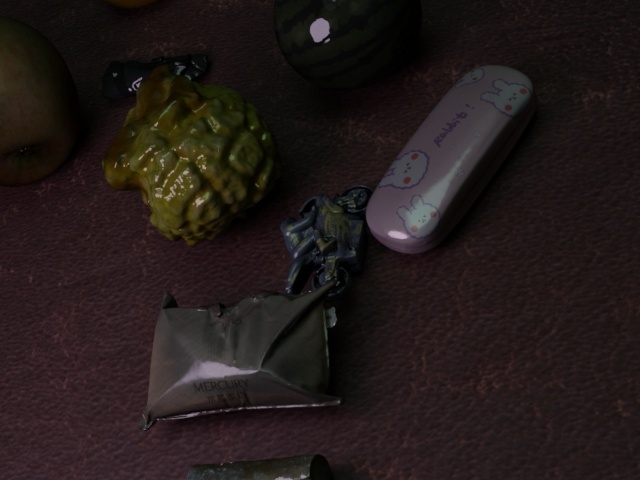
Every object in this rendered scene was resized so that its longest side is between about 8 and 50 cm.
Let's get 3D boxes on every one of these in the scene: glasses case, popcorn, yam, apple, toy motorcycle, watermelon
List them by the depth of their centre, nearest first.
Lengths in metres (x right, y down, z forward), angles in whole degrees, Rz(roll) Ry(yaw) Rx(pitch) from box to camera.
[{"bbox_3d":[-0.073,0.288,1.290,0.169,0.068,0.068,-9,54,20],"label":"yam"},{"bbox_3d":[0.172,-0.109,1.448,0.113,0.075,0.297,24,69,37],"label":"glasses case"},{"bbox_3d":[0.000,0.000,1.459,0.124,0.061,0.193,4,53,20],"label":"toy motorcycle"},{"bbox_3d":[-0.180,-0.127,1.522,0.237,0.206,0.251,-31,79,-42],"label":"popcorn"},{"bbox_3d":[0.039,-0.318,1.572,0.212,0.212,0.212,-12,53,17],"label":"watermelon"},{"bbox_3d":[-0.500,-0.207,1.714,0.257,0.257,0.234,-29,63,4],"label":"apple"}]

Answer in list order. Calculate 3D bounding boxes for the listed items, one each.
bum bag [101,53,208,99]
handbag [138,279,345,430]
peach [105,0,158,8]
[{"bbox_3d":[-0.273,-0.268,1.783,0.198,0.049,0.087,-1,52,25],"label":"bum bag"},{"bbox_3d":[-0.099,0.135,1.376,0.270,0.117,0.182,-9,68,19],"label":"handbag"},{"bbox_3d":[-0.320,-0.477,1.918,0.179,0.103,0.179,-11,50,13],"label":"peach"}]
